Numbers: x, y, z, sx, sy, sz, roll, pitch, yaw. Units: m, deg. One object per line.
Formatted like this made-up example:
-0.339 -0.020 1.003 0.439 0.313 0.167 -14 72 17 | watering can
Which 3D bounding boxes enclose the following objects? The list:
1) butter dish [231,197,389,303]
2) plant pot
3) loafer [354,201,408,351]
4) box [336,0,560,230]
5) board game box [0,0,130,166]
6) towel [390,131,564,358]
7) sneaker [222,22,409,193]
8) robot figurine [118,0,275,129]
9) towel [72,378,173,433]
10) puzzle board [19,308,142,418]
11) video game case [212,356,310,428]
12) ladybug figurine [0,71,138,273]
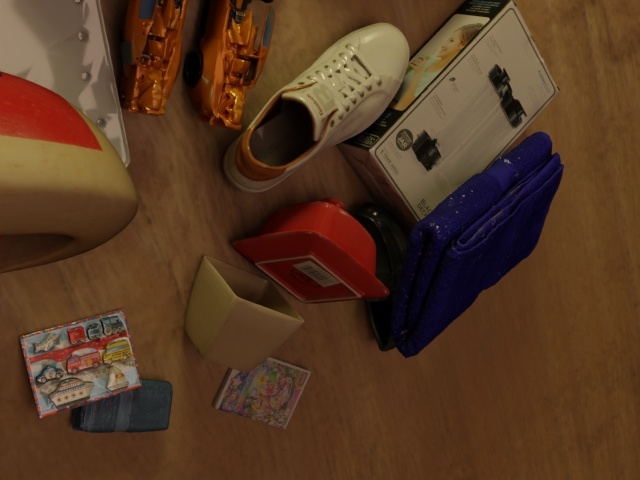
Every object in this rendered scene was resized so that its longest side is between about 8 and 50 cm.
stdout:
0.000 0.000 1.313 0.160 0.159 0.118 41 57 -35 | butter dish
-0.105 0.098 1.283 0.109 0.109 0.096 24 103 -37 | plant pot
0.084 0.054 1.410 0.078 0.076 0.223 -36 125 -29 | loafer
0.174 -0.168 1.395 0.290 0.087 0.169 -47 125 -13 | box
-0.405 -0.203 1.015 0.389 0.050 0.390 -20 114 -29 | board game box
0.217 0.008 1.398 0.308 0.076 0.228 -35 144 -41 | towel
0.013 -0.164 1.251 0.106 0.123 0.290 47 75 -4 | sneaker
-0.127 -0.276 1.159 0.211 0.085 0.291 5 102 -36 | robot figurine
-0.239 0.199 1.265 0.119 0.029 0.067 7 96 -34 | towel
-0.276 0.142 1.214 0.128 0.011 0.097 -15 93 -30 | puzzle board
-0.076 0.197 1.386 0.122 0.011 0.087 24 90 -37 | video game case
-0.360 -0.056 0.886 0.449 0.305 0.162 -3 79 -54 | ladybug figurine
